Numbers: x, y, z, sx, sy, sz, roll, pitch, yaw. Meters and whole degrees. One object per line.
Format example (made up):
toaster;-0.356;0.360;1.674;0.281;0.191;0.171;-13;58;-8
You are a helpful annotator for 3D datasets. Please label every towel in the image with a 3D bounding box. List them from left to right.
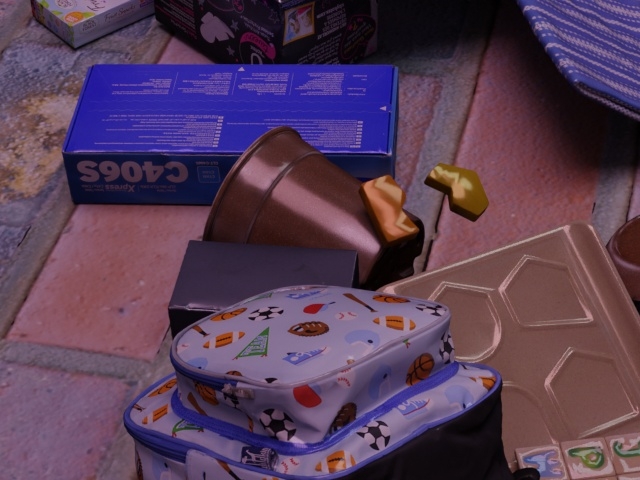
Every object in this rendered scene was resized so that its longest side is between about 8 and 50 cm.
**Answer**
towel;0.316;-0.236;1.702;0.243;0.040;0.336;18;33;-29

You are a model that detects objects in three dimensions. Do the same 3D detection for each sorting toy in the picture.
sorting toy;0.162;0.066;1.373;0.229;0.041;0.307;-19;74;-15

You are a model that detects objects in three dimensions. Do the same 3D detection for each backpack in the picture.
backpack;-0.018;0.151;1.160;0.263;0.213;0.276;-3;9;43

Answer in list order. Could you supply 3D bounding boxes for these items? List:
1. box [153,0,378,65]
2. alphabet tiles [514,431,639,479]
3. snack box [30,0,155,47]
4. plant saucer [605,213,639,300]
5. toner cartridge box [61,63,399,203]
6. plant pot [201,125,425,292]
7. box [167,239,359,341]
box;-0.068;-0.299;1.815;0.163;0.142;0.247;-30;49;-31
alphabet tiles;0.281;0.254;1.237;0.198;0.009;0.237;-6;48;-6
snack box;-0.277;-0.300;1.908;0.141;0.037;0.100;-29;46;-27
plant saucer;0.351;0.005;1.487;0.168;0.029;0.168;-14;25;7
toner cartridge box;-0.091;-0.116;1.659;0.348;0.075;0.165;1;42;6
plant pot;0.000;0.000;1.469;0.165;0.167;0.167;29;50;20
box;-0.044;0.090;1.358;0.156;0.158;0.093;4;42;7
